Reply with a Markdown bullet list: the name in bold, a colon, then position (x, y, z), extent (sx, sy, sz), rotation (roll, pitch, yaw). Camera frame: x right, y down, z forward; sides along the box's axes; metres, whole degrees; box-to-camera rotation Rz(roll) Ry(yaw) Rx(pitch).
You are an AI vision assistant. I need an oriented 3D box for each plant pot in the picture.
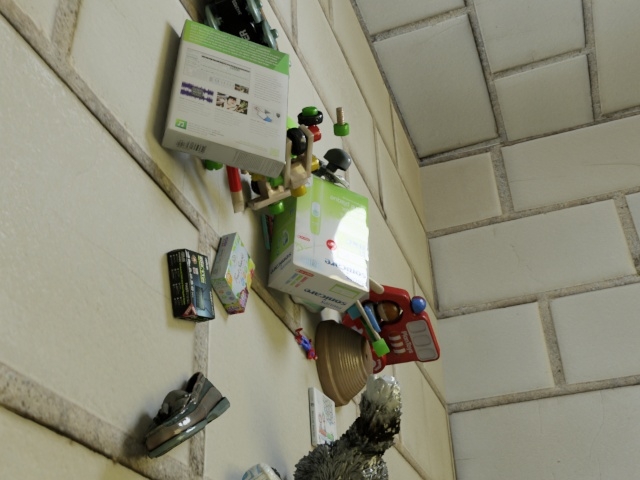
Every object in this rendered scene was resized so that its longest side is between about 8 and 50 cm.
- **plant pot**: position (0.075, 0.325, 2.172), extent (0.237, 0.110, 0.237), rotation (-11, 90, -74)

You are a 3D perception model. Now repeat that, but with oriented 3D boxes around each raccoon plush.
- **raccoon plush**: position (0.025, 0.507, 1.571), extent (0.299, 0.216, 0.446), rotation (-61, 158, -67)

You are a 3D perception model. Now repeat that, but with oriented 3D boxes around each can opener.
- **can opener**: position (-0.010, -0.205, 2.048), extent (0.074, 0.093, 0.280), rotation (36, -4, -41)

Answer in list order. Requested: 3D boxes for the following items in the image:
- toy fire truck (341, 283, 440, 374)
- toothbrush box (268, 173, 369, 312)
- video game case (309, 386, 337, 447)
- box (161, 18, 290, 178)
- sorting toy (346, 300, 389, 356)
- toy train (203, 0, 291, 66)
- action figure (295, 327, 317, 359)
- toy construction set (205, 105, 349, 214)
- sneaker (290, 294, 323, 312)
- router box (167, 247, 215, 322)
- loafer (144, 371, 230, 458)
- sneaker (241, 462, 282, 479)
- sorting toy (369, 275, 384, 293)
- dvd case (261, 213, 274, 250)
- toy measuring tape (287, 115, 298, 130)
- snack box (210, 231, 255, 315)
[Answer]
- **toy fire truck**: position (0.209, 0.253, 2.420), extent (0.169, 0.254, 0.302), rotation (-76, 149, -58)
- **toothbrush box**: position (0.000, 0.000, 1.909), extent (0.206, 0.122, 0.283), rotation (22, 50, -23)
- **video game case**: position (0.009, 0.455, 2.007), extent (0.157, 0.019, 0.143), rotation (51, 31, -58)
- **box**: position (-0.178, -0.283, 1.585), extent (0.058, 0.232, 0.322), rotation (127, -27, -48)
- **sorting toy**: position (0.098, 0.195, 2.126), extent (0.196, 0.047, 0.347), rotation (64, -3, -19)
- **toy train**: position (-0.173, -0.498, 1.900), extent (0.334, 0.142, 0.190), rotation (61, 13, -46)
- **action figure**: position (-0.032, 0.264, 2.000), extent (0.115, 0.030, 0.038), rotation (65, 15, -44)
- **toy construction set**: position (-0.112, -0.139, 1.741), extent (0.309, 0.258, 0.237), rotation (-40, 132, -50)
- **sneaker**: position (0.029, 0.127, 2.082), extent (0.256, 0.151, 0.094), rotation (23, 55, -72)
- **router box**: position (-0.229, 0.081, 1.430), extent (0.092, 0.038, 0.122), rotation (30, 50, -70)
- **loafer**: position (-0.222, 0.269, 1.263), extent (0.084, 0.096, 0.267), rotation (59, 8, 5)
- **sneaker**: position (-0.107, 0.478, 1.519), extent (0.085, 0.086, 0.237), rotation (54, -8, 26)
- **sorting toy**: position (0.061, 0.055, 2.138), extent (0.193, 0.038, 0.208), rotation (38, -4, -32)
- **dvd case**: position (-0.112, -0.012, 1.952), extent (0.119, 0.013, 0.087), rotation (20, 59, -70)
- **toy measuring tape**: position (-0.087, -0.207, 1.999), extent (0.121, 0.121, 0.330), rotation (-83, 155, -49)
- **snack box**: position (-0.176, 0.066, 1.625), extent (0.141, 0.037, 0.100), rotation (-83, 154, -49)
